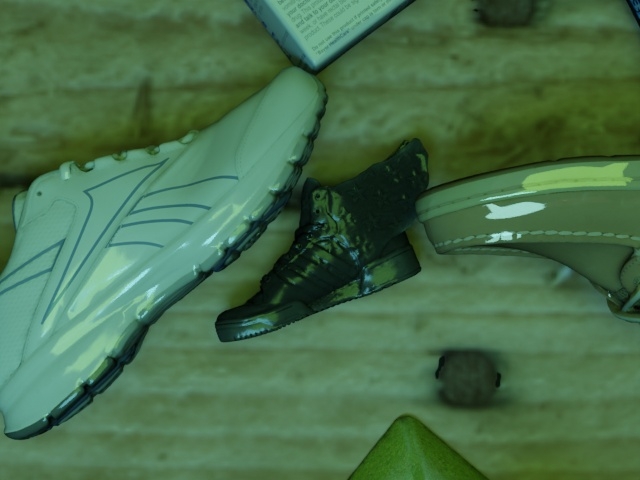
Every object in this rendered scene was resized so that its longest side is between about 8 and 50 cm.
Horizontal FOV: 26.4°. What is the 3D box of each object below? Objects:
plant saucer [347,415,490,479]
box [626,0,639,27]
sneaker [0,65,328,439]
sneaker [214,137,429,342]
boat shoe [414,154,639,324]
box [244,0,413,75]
[{"bbox_3d":[0.070,0.245,0.895,0.188,0.045,0.188,40,86,-2],"label":"plant saucer"},{"bbox_3d":[0.293,-0.187,0.911,0.175,0.051,0.220,-24,84,-5],"label":"box"},{"bbox_3d":[-0.118,-0.012,0.859,0.297,0.111,0.129,-43,87,-5],"label":"sneaker"},{"bbox_3d":[0.000,0.000,0.895,0.170,0.051,0.089,-20,90,-10],"label":"sneaker"},{"bbox_3d":[0.229,0.007,0.858,0.341,0.121,0.110,1,88,-6],"label":"boat shoe"},{"bbox_3d":[0.002,-0.198,0.888,0.126,0.072,0.137,-37,92,-4],"label":"box"}]
